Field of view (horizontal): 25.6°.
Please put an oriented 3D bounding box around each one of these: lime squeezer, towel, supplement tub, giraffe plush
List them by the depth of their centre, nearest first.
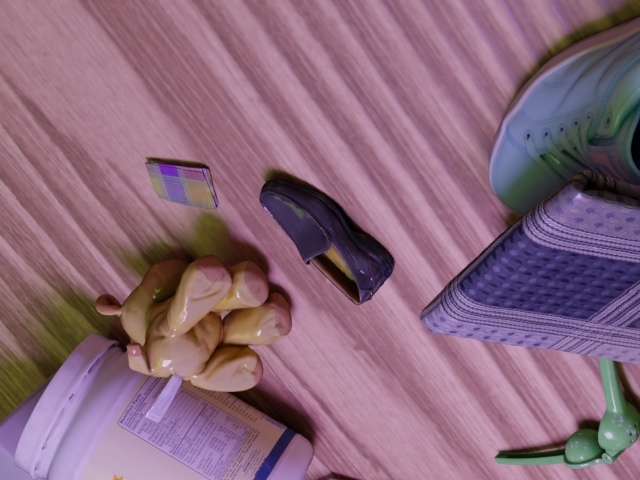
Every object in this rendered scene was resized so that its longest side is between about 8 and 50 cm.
[{"bbox_3d":[0.294,0.033,1.241,0.324,0.056,0.312,10,153,-16],"label":"towel"},{"bbox_3d":[0.282,0.204,1.531,0.110,0.059,0.310,29,141,5],"label":"lime squeezer"},{"bbox_3d":[-0.156,-0.064,1.592,0.083,0.009,0.060,9,135,28],"label":"towel"},{"bbox_3d":[-0.165,0.093,1.658,0.181,0.210,0.170,51,171,-36],"label":"giraffe plush"},{"bbox_3d":[-0.198,0.282,1.793,0.325,0.235,0.235,29,140,5],"label":"supplement tub"}]

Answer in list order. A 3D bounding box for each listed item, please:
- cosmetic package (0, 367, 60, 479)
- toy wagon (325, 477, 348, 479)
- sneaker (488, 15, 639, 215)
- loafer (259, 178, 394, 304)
[{"bbox_3d":[-0.259,0.415,1.975,0.453,0.161,0.230,38,142,10],"label":"cosmetic package"},{"bbox_3d":[0.098,0.460,1.906,0.344,0.068,0.267,42,140,-11],"label":"toy wagon"},{"bbox_3d":[0.249,-0.096,1.175,0.135,0.150,0.366,41,140,-8],"label":"sneaker"},{"bbox_3d":[0.000,0.000,1.510,0.170,0.061,0.062,37,142,-2],"label":"loafer"}]
